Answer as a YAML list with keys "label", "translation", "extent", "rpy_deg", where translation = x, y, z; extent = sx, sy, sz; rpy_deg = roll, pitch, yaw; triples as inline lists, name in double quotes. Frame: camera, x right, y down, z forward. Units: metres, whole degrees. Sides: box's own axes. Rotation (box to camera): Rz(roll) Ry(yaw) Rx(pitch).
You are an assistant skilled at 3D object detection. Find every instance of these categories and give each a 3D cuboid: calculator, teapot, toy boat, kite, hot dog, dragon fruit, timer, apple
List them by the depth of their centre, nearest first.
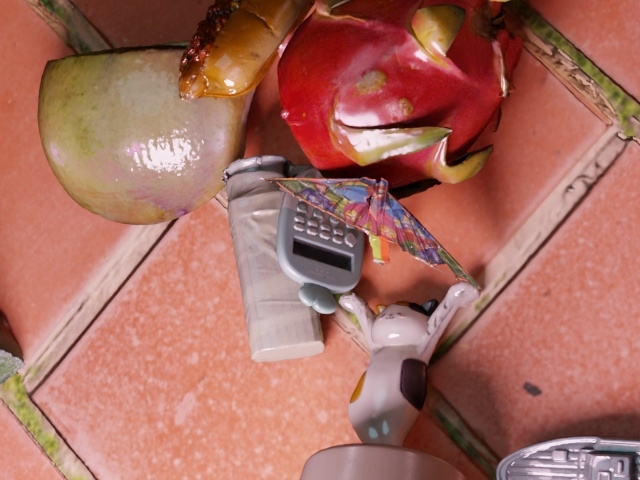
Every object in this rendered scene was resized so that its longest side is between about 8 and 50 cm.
- label: "toy boat"
  translation: [0.277, 0.213, 1.728]
  extent: [0.260, 0.085, 0.078]
  rpy_deg: [0, 82, 28]
- label: "kite"
  translation: [0.046, -0.023, 1.827]
  extent: [0.241, 0.183, 0.014]
  rpy_deg: [24, 68, 17]
- label: "dragon fruit"
  translation: [0.075, -0.149, 1.831]
  extent: [0.227, 0.224, 0.224]
  rpy_deg: [-13, 76, 16]
- label: "timer"
  translation: [0.068, 0.166, 1.832]
  extent: [0.175, 0.175, 0.266]
  rpy_deg: [-7, 60, 27]
- label: "calculator"
  translation: [0.000, 0.000, 1.903]
  extent: [0.021, 0.095, 0.153]
  rpy_deg: [-32, 47, 54]
- label: "hot dog"
  translation: [-0.065, -0.229, 1.928]
  extent: [0.102, 0.076, 0.249]
  rpy_deg: [5, 52, 49]
- label: "teapot"
  translation: [-0.033, 0.013, 1.933]
  extent: [0.107, 0.077, 0.200]
  rpy_deg: [-10, 76, -2]
- label: "apple"
  translation: [-0.195, -0.114, 2.016]
  extent: [0.265, 0.120, 0.193]
  rpy_deg: [-1, 88, 30]

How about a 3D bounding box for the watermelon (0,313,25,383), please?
- label: "watermelon"
  translation: [-0.446, 0.039, 2.104]
  extent: [0.140, 0.193, 0.256]
  rpy_deg: [-33, 54, 18]
